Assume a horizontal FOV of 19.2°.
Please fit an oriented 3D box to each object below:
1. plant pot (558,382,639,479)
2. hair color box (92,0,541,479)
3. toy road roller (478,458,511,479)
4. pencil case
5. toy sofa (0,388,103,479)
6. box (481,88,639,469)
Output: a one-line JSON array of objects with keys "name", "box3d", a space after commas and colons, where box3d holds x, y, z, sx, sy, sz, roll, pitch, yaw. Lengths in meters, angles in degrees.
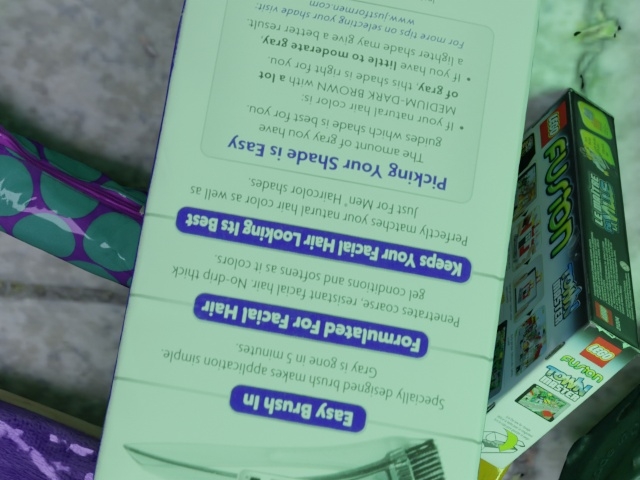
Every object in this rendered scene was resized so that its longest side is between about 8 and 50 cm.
[{"name": "plant pot", "box3d": [0.278, 0.206, 1.201, 0.252, 0.248, 0.247, 37, 125, -2]}, {"name": "hair color box", "box3d": [0.000, 0.000, 0.981, 0.185, 0.339, 0.110, 11, 162, -4]}, {"name": "toy road roller", "box3d": [-0.021, 0.158, 1.089, 0.202, 0.240, 0.329, 31, 90, 2]}, {"name": "pencil case", "box3d": [-0.150, -0.021, 1.146, 0.151, 0.064, 0.070, 25, 139, -16]}, {"name": "toy sofa", "box3d": [-0.205, 0.214, 1.258, 0.362, 0.150, 0.177, 22, 127, -3]}, {"name": "box", "box3d": [0.122, 0.018, 1.065, 0.036, 0.207, 0.114, 31, 125, -20]}]
